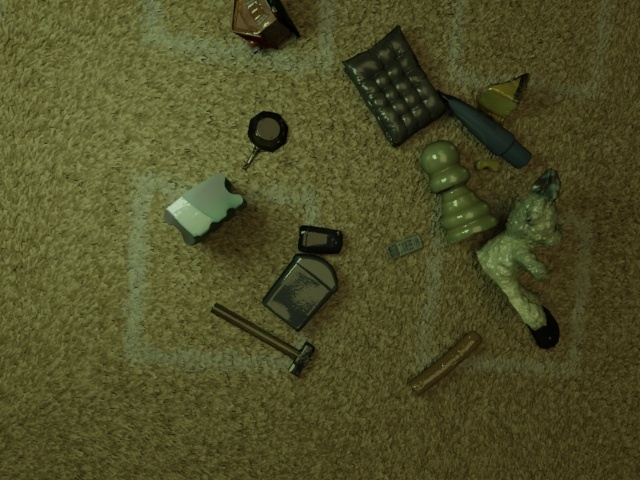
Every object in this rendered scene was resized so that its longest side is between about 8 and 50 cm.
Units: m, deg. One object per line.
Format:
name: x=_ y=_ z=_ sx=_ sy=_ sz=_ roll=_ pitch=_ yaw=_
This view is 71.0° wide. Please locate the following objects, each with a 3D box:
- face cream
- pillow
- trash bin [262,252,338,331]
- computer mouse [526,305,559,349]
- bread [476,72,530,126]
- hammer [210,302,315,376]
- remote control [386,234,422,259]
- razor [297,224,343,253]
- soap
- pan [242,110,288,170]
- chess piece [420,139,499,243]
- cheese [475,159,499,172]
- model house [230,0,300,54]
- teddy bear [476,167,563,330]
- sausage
face cream: x=0.547 y=-0.379 z=1.510 sx=0.385 sy=0.136 sz=0.086 roll=35 pitch=116 yaw=-10
pillow: x=0.249 y=-0.502 z=1.474 sx=0.228 sy=0.101 sz=0.326 roll=-34 pitch=94 yaw=-2
trash bin: x=-0.057 y=0.156 z=1.460 sx=0.176 sy=0.101 sz=0.236 roll=39 pitch=89 yaw=-8
computer mouse: x=0.791 y=0.311 z=1.584 sx=0.098 sy=0.057 sz=0.172 roll=-23 pitch=96 yaw=-2
bread: x=0.615 y=-0.487 z=1.497 sx=0.127 sy=0.147 sz=0.152 roll=38 pitch=81 yaw=6
hammer: x=-0.197 y=0.312 z=1.481 sx=0.365 sy=0.043 sz=0.111 roll=31 pitch=90 yaw=-5
remote control: x=0.286 y=0.022 z=1.534 sx=0.124 sy=0.018 sz=0.053 roll=-19 pitch=93 yaw=-6
razor: x=0.000 y=0.000 z=1.482 sx=0.147 sy=0.054 sz=0.090 roll=6 pitch=95 yaw=-6
soap: x=-0.326 y=-0.086 z=1.293 sx=0.208 sy=0.347 sz=0.115 roll=-41 pitch=97 yaw=-3
pan: x=-0.175 y=-0.320 z=1.452 sx=0.128 sy=0.048 sz=0.202 roll=9 pitch=91 yaw=-8
chess piece: x=0.438 y=-0.172 z=1.477 sx=0.182 sy=0.182 sz=0.331 roll=-23 pitch=89 yaw=-5
cheese: x=0.576 y=-0.257 z=1.552 sx=0.083 sy=0.030 sz=0.044 roll=-1 pitch=86 yaw=-12
model house: x=-0.193 y=-0.681 z=1.344 sx=0.153 sy=0.294 sz=0.207 roll=-31 pitch=95 yaw=16
teddy bear: x=0.708 y=0.029 z=1.433 sx=0.362 sy=0.327 sz=0.375 roll=-42 pitch=87 yaw=24
sausage: x=0.433 y=0.421 z=1.545 sx=0.301 sy=0.066 sz=0.066 roll=-38 pitch=96 yaw=-2
